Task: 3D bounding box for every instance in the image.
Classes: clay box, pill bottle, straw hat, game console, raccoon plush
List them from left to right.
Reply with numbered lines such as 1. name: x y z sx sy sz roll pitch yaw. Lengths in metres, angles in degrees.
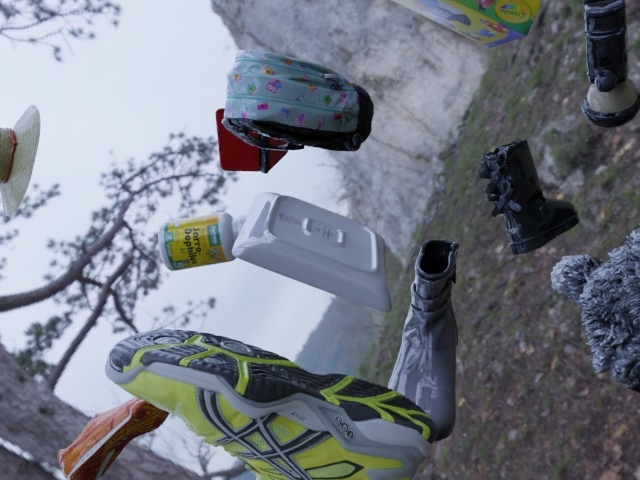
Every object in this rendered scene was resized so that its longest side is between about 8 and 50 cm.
1. straw hat: -0.398 -0.106 0.778 0.061 0.144 0.144 13 -58 -40
2. pill bottle: -0.255 -0.001 1.459 0.208 0.117 0.117 -9 -7 3
3. game console: -0.124 -0.205 1.200 0.124 0.085 0.144 -50 -24 -38
4. clay box: 0.160 -0.328 0.835 0.127 0.222 0.053 -125 56 -78
5. raccoon plush: 0.412 0.001 0.826 0.216 0.299 0.446 -13 18 -17

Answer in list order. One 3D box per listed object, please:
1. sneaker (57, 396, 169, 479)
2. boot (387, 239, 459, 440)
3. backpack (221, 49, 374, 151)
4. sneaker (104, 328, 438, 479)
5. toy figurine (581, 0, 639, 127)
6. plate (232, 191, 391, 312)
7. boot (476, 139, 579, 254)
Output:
1. sneaker: -0.262 0.235 0.825 0.175 0.067 0.064 -36 -44 -26
2. boot: 0.175 0.146 1.056 0.338 0.118 0.222 -72 -16 -62
3. backpack: -0.039 -0.178 0.823 0.152 0.182 0.115 6 91 54
4. sneaker: -0.061 0.211 0.716 0.145 0.385 0.147 -123 53 -82
5. toy figurine: 0.378 -0.184 0.607 0.213 0.209 0.148 -34 -50 -10
6. plate: 0.000 0.000 1.128 0.277 0.278 0.045 -82 13 -65
7. boot: 0.202 -0.049 0.613 0.045 0.099 0.121 -16 6 46
